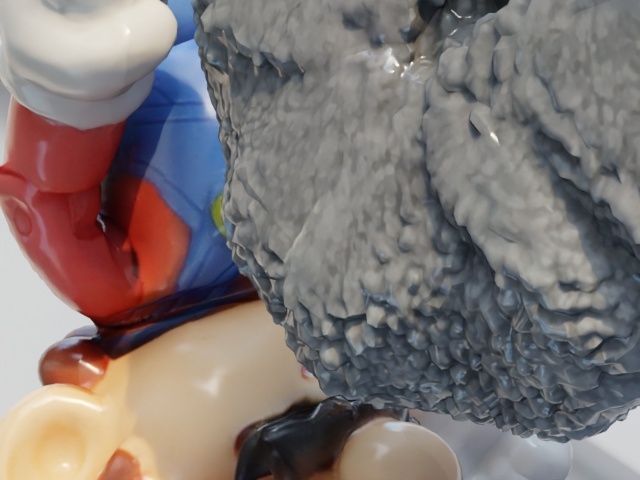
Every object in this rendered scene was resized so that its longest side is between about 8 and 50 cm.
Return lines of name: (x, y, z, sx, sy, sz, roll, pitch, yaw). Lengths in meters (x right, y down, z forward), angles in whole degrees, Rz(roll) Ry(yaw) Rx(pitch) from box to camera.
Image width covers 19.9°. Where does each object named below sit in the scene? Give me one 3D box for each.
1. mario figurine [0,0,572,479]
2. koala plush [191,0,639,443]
mario figurine: (0.000, 0.000, 0.513, 0.170, 0.198, 0.321, 153, 122, -72)
koala plush: (0.103, -0.053, 0.410, 0.221, 0.196, 0.203, 1, -51, -45)
